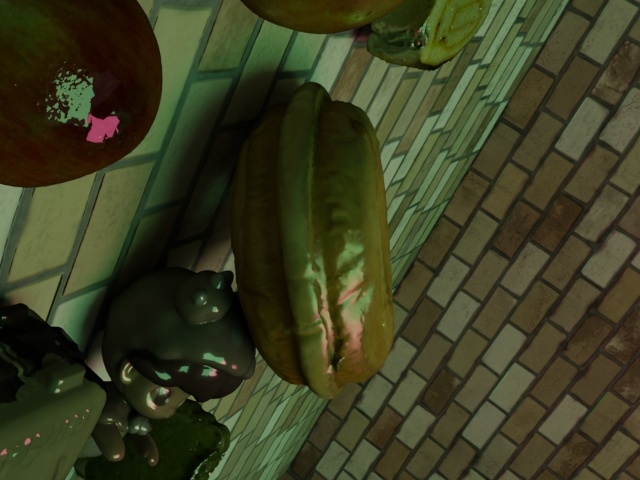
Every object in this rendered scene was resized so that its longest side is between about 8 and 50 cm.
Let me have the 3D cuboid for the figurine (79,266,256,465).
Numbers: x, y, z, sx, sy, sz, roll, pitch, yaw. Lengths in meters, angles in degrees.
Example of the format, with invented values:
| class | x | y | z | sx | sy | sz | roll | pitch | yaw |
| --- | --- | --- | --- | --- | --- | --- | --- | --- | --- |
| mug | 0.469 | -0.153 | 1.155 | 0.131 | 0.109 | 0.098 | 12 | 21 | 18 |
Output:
| class | x | y | z | sx | sy | sz | roll | pitch | yaw |
| --- | --- | --- | --- | --- | --- | --- | --- | --- | --- |
| figurine | -0.247 | 0.184 | 1.067 | 0.380 | 0.203 | 0.248 | -42 | 157 | -1 |

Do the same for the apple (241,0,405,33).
| class | x | y | z | sx | sy | sz | roll | pitch | yaw |
| --- | --- | --- | --- | --- | --- | --- | --- | --- | --- |
| apple | 0.004 | -0.308 | 0.702 | 0.237 | 0.237 | 0.207 | -50 | -164 | -14 |

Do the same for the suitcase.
| class | x | y | z | sx | sy | sz | roll | pitch | yaw |
| --- | --- | --- | --- | --- | --- | --- | --- | --- | --- |
| suitcase | -0.398 | 0.253 | 0.748 | 0.339 | 0.194 | 0.351 | -57 | 164 | 19 |

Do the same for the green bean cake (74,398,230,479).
| class | x | y | z | sx | sy | sz | roll | pitch | yaw |
| --- | --- | --- | --- | --- | --- | --- | --- | --- | --- |
| green bean cake | -0.281 | 0.359 | 1.284 | 0.214 | 0.200 | 0.113 | -55 | 173 | -10 |

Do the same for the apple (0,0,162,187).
| class | x | y | z | sx | sy | sz | roll | pitch | yaw |
| --- | --- | --- | --- | --- | --- | --- | --- | --- | --- |
| apple | -0.216 | -0.132 | 0.584 | 0.195 | 0.160 | 0.173 | -55 | 143 | -18 |

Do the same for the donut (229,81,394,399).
| class | x | y | z | sx | sy | sz | roll | pitch | yaw |
| --- | --- | --- | --- | --- | --- | --- | --- | --- | --- |
| donut | 0.000 | 0.000 | 1.081 | 0.449 | 0.198 | 0.449 | -3 | 90 | -80 |

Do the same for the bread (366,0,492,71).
| class | x | y | z | sx | sy | sz | roll | pitch | yaw |
| --- | --- | --- | --- | --- | --- | --- | --- | --- | --- |
| bread | 0.171 | -0.373 | 1.206 | 0.257 | 0.124 | 0.186 | -38 | 151 | -40 |
